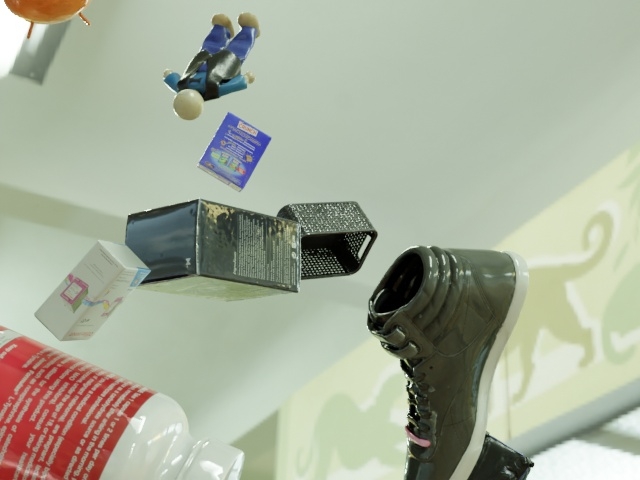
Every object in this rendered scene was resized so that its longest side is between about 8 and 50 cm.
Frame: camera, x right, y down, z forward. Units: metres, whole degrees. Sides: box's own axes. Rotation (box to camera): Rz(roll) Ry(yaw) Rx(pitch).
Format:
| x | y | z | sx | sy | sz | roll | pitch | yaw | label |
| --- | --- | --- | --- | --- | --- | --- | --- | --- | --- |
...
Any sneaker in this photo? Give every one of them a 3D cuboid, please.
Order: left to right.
| x | y | z | sx | sy | sz | roll | pitch | yaw | label |
| --- | --- | --- | --- | --- | --- | --- | --- | --- | --- |
| 0.100 | 0.136 | 1.066 | 0.147 | 0.295 | 0.104 | 16 | 2 | -24 | sneaker |

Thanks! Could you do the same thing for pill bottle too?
| x | y | z | sx | sy | sz | roll | pitch | yaw | label |
| --- | --- | --- | --- | --- | --- | --- | --- | --- | --- |
| -0.315 | 0.268 | 1.307 | 0.408 | 0.229 | 0.229 | 21 | -29 | 8 | pill bottle |

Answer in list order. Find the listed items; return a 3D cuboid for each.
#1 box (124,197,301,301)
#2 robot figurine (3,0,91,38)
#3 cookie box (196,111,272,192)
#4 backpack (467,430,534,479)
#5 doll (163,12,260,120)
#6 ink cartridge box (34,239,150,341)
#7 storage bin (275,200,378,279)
| x | y | z | sx | sy | sz | roll | pitch | yaw | label |
| --- | --- | --- | --- | --- | --- | --- | --- | --- | --- |
| -0.150 | 0.019 | 1.471 | 0.153 | 0.108 | 0.207 | -9 | -15 | 38 | box |
| -0.369 | -0.378 | 1.350 | 0.128 | 0.158 | 0.219 | 2 | -63 | 24 | robot figurine |
| -0.149 | -0.153 | 1.801 | 0.092 | 0.107 | 0.040 | 31 | -13 | -10 | cookie box |
| 0.258 | 0.368 | 1.597 | 0.105 | 0.114 | 0.084 | 30 | -14 | 26 | backpack |
| -0.138 | -0.212 | 1.290 | 0.129 | 0.189 | 0.046 | 2 | -45 | 19 | doll |
| -0.277 | 0.063 | 1.263 | 0.122 | 0.052 | 0.088 | -47 | -11 | 5 | ink cartridge box |
| 0.000 | 0.000 | 1.929 | 0.180 | 0.084 | 0.122 | -3 | -44 | -33 | storage bin |
